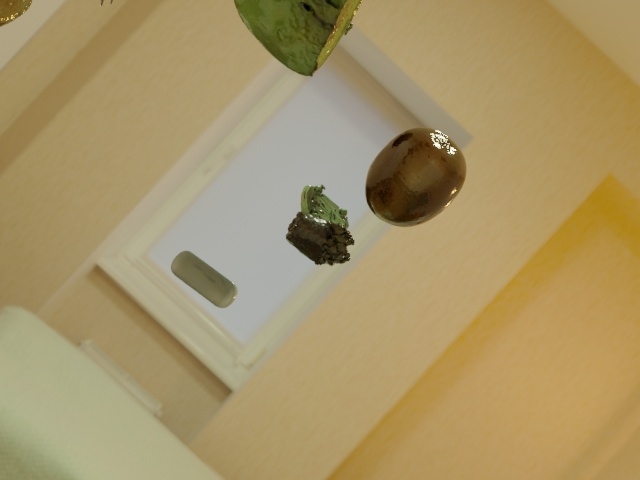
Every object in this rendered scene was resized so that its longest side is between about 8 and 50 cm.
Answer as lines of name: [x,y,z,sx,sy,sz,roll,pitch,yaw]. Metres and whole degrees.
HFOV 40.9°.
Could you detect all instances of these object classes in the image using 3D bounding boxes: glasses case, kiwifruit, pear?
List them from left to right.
glasses case: [-0.270,0.090,1.987,0.178,0.067,0.045,34,-8,19]
pear: [-0.055,-0.609,2.006,0.318,0.342,0.238,30,30,0]
kiwifruit: [0.198,-0.130,1.846,0.196,0.234,0.196,29,40,-27]

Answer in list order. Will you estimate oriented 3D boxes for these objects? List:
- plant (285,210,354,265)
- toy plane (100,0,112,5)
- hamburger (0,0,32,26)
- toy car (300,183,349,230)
plant: [0.000,0.000,1.803,0.143,0.092,0.094,25,39,-14]
toy plane: [-0.437,-0.522,1.765,0.024,0.078,0.084,14,35,-44]
hamburger: [-0.545,-0.420,1.338,0.131,0.159,0.185,26,-48,31]
toy car: [0.004,-0.060,1.976,0.058,0.093,0.186,-11,-34,33]
